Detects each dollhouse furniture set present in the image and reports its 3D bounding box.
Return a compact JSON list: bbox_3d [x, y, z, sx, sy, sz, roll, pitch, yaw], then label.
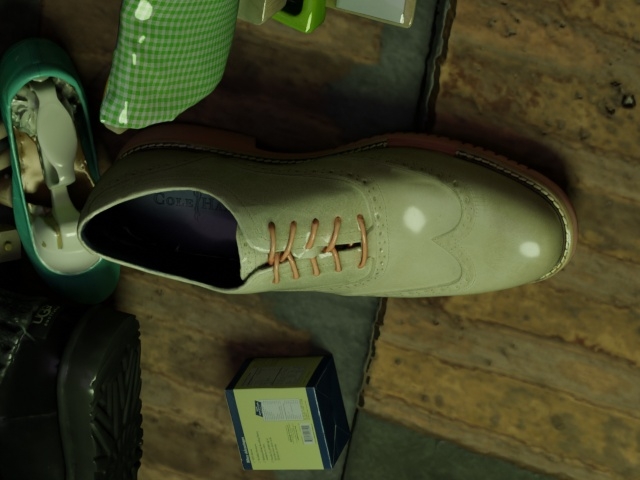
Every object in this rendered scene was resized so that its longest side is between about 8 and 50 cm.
[{"bbox_3d":[-0.015,-0.192,1.315,0.151,0.301,0.197,16,117,15],"label":"dollhouse furniture set"}]

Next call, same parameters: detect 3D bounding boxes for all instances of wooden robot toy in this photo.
[{"bbox_3d":[-0.296,-0.069,1.633,0.079,0.076,0.173,15,128,54],"label":"wooden robot toy"}]

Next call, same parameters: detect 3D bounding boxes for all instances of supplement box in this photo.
[{"bbox_3d":[-0.028,0.149,1.637,0.083,0.056,0.083,-3,115,21],"label":"supplement box"}]

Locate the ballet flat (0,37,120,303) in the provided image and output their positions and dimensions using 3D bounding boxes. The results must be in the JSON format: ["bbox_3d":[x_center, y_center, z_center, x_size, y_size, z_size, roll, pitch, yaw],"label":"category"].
[{"bbox_3d":[-0.219,-0.044,1.582,0.083,0.087,0.247,-13,113,-7],"label":"ballet flat"}]

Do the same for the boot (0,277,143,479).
[{"bbox_3d":[-0.296,0.157,1.685,0.260,0.131,0.348,15,125,12],"label":"boot"}]

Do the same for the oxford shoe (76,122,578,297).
[{"bbox_3d":[0.000,0.000,1.498,0.397,0.146,0.140,3,116,18],"label":"oxford shoe"}]
